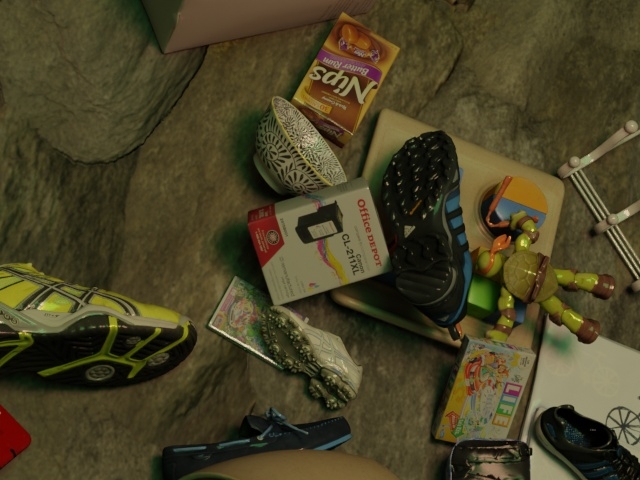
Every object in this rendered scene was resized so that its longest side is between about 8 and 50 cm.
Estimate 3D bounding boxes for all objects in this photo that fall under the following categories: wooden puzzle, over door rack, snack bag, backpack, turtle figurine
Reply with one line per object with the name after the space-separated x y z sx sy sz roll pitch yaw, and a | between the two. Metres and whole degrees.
0.205 -0.013 1.902 0.322 0.080 0.348 21 63 -11 | wooden puzzle
0.567 -0.090 2.052 0.324 0.108 0.240 -26 80 -27 | over door rack
0.447 0.303 1.886 0.323 0.037 0.343 22 63 -10 | snack bag
0.228 0.329 1.764 0.114 0.084 0.105 6 66 -5 | backpack
0.312 0.048 1.833 0.217 0.087 0.270 22 68 -12 | turtle figurine

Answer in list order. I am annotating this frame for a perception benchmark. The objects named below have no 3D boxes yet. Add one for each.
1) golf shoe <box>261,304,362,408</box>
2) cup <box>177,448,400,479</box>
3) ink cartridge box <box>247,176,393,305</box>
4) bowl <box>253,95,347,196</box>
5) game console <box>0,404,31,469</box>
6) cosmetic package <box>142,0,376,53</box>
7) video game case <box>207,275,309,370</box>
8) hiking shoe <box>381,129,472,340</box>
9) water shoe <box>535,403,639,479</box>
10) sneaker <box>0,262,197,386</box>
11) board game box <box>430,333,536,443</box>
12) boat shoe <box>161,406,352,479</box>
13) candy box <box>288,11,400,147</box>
-0.010 0.149 1.769 0.176 0.069 0.086 50 38 -11 | golf shoe
-0.007 0.386 1.550 0.237 0.331 0.331 -24 78 -44 | cup
0.000 0.000 1.762 0.175 0.072 0.127 -17 104 2 | ink cartridge box
-0.044 -0.118 1.839 0.080 0.170 0.170 -36 82 16 | bowl
-0.458 0.247 1.590 0.144 0.085 0.124 45 30 1 | game console
-0.075 -0.416 1.903 0.365 0.197 0.155 -14 74 -26 | cosmetic package
-0.086 0.115 1.782 0.122 0.011 0.087 31 61 -6 | video game case
0.154 -0.015 1.803 0.113 0.132 0.304 -9 52 21 | hiking shoe
0.397 0.305 1.801 0.203 0.080 0.073 32 62 -4 | water shoe
-0.340 0.093 1.629 0.384 0.145 0.147 7 47 -26 | sneaker
0.228 0.215 1.795 0.103 0.026 0.154 13 104 -14 | board game box
-0.081 0.265 1.669 0.258 0.109 0.089 -14 72 -26 | boat shoe
0.034 -0.246 1.953 0.109 0.053 0.187 31 63 -7 | candy box
